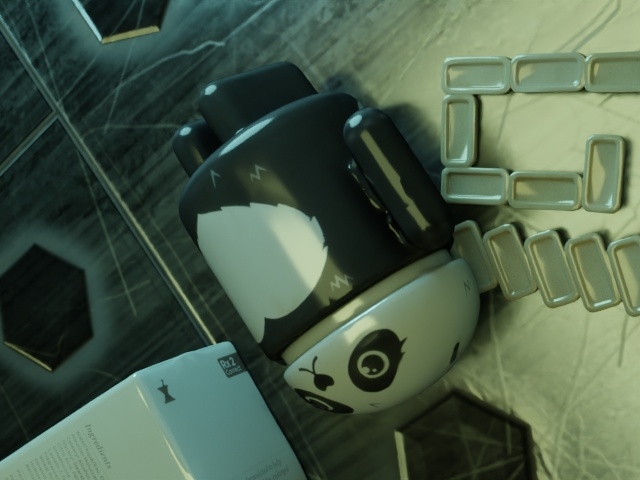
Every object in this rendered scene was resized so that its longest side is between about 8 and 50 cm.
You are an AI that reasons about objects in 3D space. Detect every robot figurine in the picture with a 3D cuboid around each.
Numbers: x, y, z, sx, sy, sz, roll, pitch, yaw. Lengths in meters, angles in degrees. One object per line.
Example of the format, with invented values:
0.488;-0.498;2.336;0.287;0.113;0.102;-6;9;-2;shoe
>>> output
-0.001;0.000;0.768;0.174;0.209;0.278;-33;80;-1;robot figurine

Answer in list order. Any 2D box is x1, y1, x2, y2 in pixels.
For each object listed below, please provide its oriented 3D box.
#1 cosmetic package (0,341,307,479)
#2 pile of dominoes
-0.145;0.203;0.865;0.184;0.151;0.151;-34;81;24;cosmetic package
0.212;-0.043;0.760;0.251;0.040;0.195;5;97;32;pile of dominoes
